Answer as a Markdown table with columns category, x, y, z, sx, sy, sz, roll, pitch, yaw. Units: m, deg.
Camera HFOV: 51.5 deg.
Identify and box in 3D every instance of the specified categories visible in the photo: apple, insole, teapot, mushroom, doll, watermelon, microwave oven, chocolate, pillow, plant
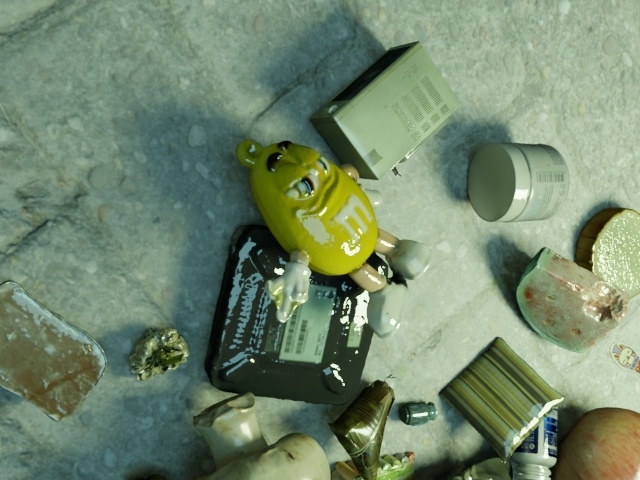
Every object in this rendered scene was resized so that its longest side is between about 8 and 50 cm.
| category | x | y | z | sx | sy | sz | roll | pitch | yaw |
| --- | --- | --- | --- | --- | --- | --- | --- | --- | --- |
| apple | 0.690 | 0.563 | 1.612 | 0.344 | 0.269 | 0.345 | -22 | 133 | -25 |
| insole | 0.849 | 0.331 | 1.796 | 0.197 | 0.004 | 0.065 | 33 | 85 | -22 |
| teapot | 0.226 | 0.409 | 1.540 | 0.083 | 0.049 | 0.064 | 0 | 97 | -22 |
| mushroom | -0.137 | 0.446 | 1.295 | 0.297 | 0.297 | 0.290 | -19 | 76 | -18 |
| doll | 0.030 | 0.001 | 1.265 | 0.423 | 0.161 | 0.348 | 12 | 65 | -34 |
| watermelon | 0.598 | 0.120 | 1.566 | 0.318 | 0.226 | 0.148 | 53 | 51 | -30 |
| microwave oven | 0.135 | -0.257 | 1.361 | 0.240 | 0.145 | 0.194 | -43 | 113 | -11 |
| chocolate | -0.524 | 0.198 | 1.203 | 0.254 | 0.080 | 0.157 | 44 | 66 | -22 |
| pillow | 0.430 | 0.369 | 1.569 | 0.212 | 0.052 | 0.208 | -41 | 70 | -11 |
| plant | -0.302 | 0.229 | 1.276 | 0.116 | 0.122 | 0.104 | -52 | 123 | -15 |

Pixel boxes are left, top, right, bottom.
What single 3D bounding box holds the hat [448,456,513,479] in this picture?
| category | x | y | z | sx | sy | sz | roll | pitch | yaw |
| --- | --- | --- | --- | --- | --- | --- | --- | --- | --- |
| hat | 0.363 | 0.707 | 1.562 | 0.366 | 0.257 | 0.382 | -24 | 86 | -15 |

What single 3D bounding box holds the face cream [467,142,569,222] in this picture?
| category | x | y | z | sx | sy | sz | roll | pitch | yaw |
| --- | --- | --- | --- | --- | --- | --- | --- | --- | --- |
| face cream | 0.440 | -0.129 | 1.480 | 0.153 | 0.177 | 0.177 | -3 | 99 | -23 |

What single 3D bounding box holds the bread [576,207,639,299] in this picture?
| category | x | y | z | sx | sy | sz | roll | pitch | yaw |
| --- | --- | --- | --- | --- | --- | --- | --- | --- | --- |
| bread | 0.755 | 0.034 | 1.683 | 0.236 | 0.070 | 0.236 | -3 | 98 | -20 |

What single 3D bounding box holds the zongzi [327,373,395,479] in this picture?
| category | x | y | z | sx | sy | sz | roll | pitch | yaw |
| --- | --- | --- | --- | --- | --- | --- | --- | --- | --- |
| zongzi | 0.124 | 0.418 | 1.455 | 0.187 | 0.084 | 0.184 | -40 | 108 | -36 |

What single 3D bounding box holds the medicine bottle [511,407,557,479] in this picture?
| category | x | y | z | sx | sy | sz | roll | pitch | yaw |
| --- | --- | --- | --- | --- | --- | --- | --- | --- | --- |
| medicine bottle | 0.514 | 0.479 | 1.598 | 0.107 | 0.107 | 0.191 | 19 | 67 | -22 |

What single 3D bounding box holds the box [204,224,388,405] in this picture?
| category | x | y | z | sx | sy | sz | roll | pitch | yaw |
| --- | --- | --- | --- | --- | --- | --- | --- | --- | --- |
| box | -0.045 | 0.158 | 1.378 | 0.350 | 0.091 | 0.359 | 11 | 95 | -22 |

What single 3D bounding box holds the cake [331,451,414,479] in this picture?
| category | x | y | z | sx | sy | sz | roll | pitch | yaw |
| --- | --- | --- | --- | --- | --- | --- | --- | --- | --- |
| cake | 0.121 | 0.554 | 1.526 | 0.225 | 0.090 | 0.109 | -3 | 97 | -40 |

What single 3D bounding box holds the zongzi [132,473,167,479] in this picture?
| category | x | y | z | sx | sy | sz | roll | pitch | yaw |
| --- | --- | --- | --- | --- | --- | --- | --- | --- | --- |
| zongzi | -0.261 | 0.600 | 1.348 | 0.289 | 0.123 | 0.260 | 6 | 93 | -32 |
